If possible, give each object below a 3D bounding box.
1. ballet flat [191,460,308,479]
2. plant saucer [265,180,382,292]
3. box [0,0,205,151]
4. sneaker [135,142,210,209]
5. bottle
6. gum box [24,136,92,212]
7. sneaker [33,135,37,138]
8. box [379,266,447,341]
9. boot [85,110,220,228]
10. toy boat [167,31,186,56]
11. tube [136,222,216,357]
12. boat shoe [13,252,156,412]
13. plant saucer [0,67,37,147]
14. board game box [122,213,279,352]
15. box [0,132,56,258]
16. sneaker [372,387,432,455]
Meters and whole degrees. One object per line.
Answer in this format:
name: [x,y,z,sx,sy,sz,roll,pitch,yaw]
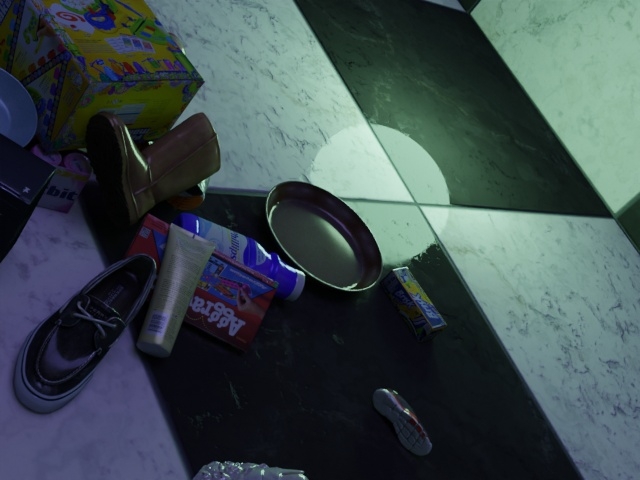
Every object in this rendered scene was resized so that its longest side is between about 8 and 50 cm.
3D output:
ballet flat: [-0.018,0.439,1.592,0.408,0.147,0.147,27,37,-20]
plant saucer: [0.000,0.000,2.168,0.310,0.050,0.311,26,36,-21]
box: [-0.426,-0.333,1.817,0.290,0.177,0.279,-13,62,-53]
sneaker: [-0.336,-0.175,2.006,0.262,0.099,0.121,43,26,-11]
bottle: [-0.165,0.043,1.918,0.282,0.092,0.118,24,36,-25]
gum box: [-0.510,-0.123,1.750,0.188,0.107,0.062,16,42,-33]
sneaker: [-0.566,-0.263,1.881,0.122,0.110,0.283,8,41,-14]
box: [0.208,0.143,2.209,0.059,0.054,0.169,-9,59,-48]
boot: [-0.304,-0.176,1.824,0.089,0.236,0.269,19,39,28]
toy boat: [-0.418,-0.394,2.143,0.151,0.151,0.231,26,21,36]
tube: [-0.258,0.089,1.733,0.070,0.062,0.240,57,40,-51]
boat shoe: [-0.376,0.128,1.582,0.121,0.119,0.335,37,41,-10]
plant saucer: [-0.576,-0.217,1.649,0.195,0.037,0.195,21,51,-28]
board game box: [-0.227,0.080,1.801,0.281,0.027,0.145,29,77,-17]
box: [-0.541,-0.063,1.563,0.153,0.207,0.108,34,36,-11]
sneaker: [0.173,0.351,1.942,0.158,0.061,0.065,52,29,14]
